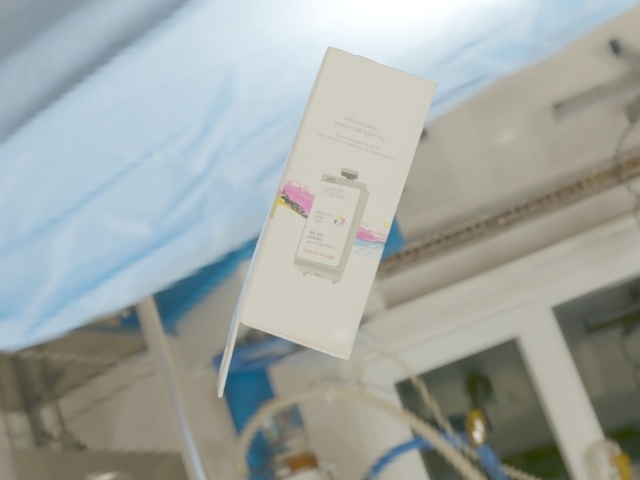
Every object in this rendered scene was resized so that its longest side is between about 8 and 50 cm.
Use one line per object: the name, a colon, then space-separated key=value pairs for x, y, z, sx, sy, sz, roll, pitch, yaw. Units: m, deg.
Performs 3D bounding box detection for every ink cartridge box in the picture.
ink cartridge box: x=0.000 y=0.000 z=0.910 sx=0.067 sy=0.198 sz=0.115 roll=19 pitch=178 yaw=-3
